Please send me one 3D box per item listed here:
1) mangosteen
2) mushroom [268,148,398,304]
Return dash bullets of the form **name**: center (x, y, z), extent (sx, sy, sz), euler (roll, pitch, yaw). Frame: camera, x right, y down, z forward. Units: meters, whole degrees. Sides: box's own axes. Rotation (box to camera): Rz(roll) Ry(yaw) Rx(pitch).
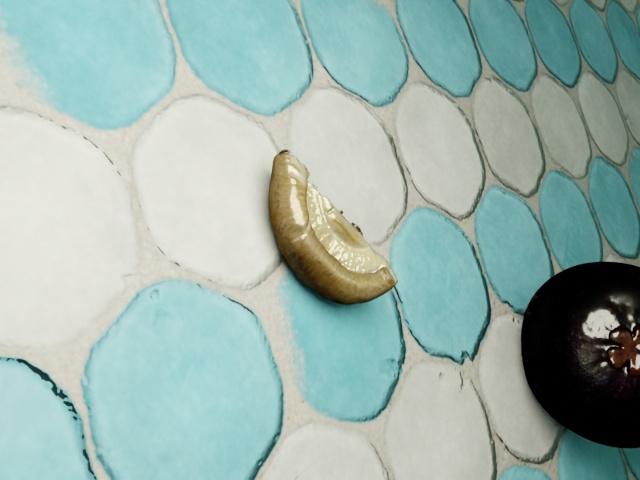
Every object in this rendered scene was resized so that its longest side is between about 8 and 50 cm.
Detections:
- **mangosteen**: center (0.433, 0.170, 1.105), extent (0.302, 0.274, 0.275), euler (38, 38, -77)
- **mushroom**: center (-0.002, 0.000, 0.842), extent (0.210, 0.072, 0.094), euler (47, 45, -16)
